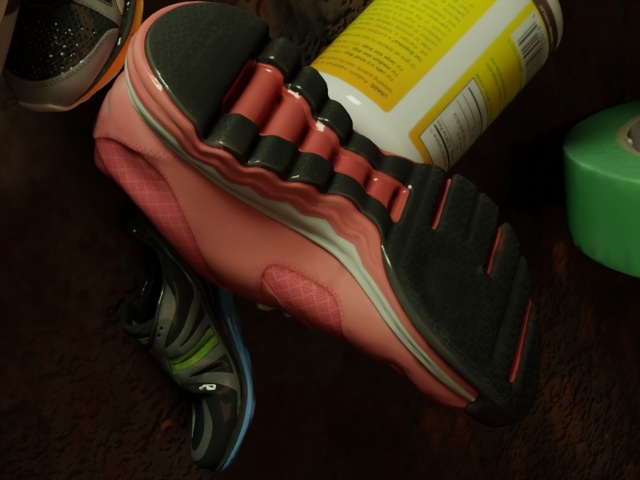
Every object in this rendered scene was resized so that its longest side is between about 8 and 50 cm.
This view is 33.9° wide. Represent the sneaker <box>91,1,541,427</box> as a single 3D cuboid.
[{"bbox_3d":[0.000,-0.001,0.620,0.314,0.136,0.116,42,49,-14],"label":"sneaker"}]

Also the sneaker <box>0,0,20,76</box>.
[{"bbox_3d":[-0.221,-0.062,0.545,0.271,0.100,0.108,-65,170,6],"label":"sneaker"}]

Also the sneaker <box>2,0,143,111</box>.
[{"bbox_3d":[-0.139,-0.177,0.568,0.083,0.084,0.215,24,75,-78],"label":"sneaker"}]

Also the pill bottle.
[{"bbox_3d":[0.059,-0.103,0.714,0.215,0.117,0.117,-47,122,-16],"label":"pill bottle"}]

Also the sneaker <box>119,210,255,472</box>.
[{"bbox_3d":[-0.091,0.062,0.690,0.078,0.067,0.188,-15,104,-23],"label":"sneaker"}]

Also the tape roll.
[{"bbox_3d":[0.349,-0.053,0.799,0.321,0.321,0.077,-20,112,-29],"label":"tape roll"}]
